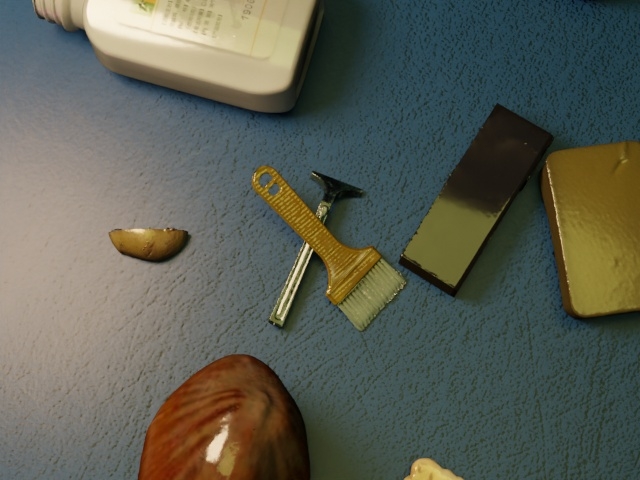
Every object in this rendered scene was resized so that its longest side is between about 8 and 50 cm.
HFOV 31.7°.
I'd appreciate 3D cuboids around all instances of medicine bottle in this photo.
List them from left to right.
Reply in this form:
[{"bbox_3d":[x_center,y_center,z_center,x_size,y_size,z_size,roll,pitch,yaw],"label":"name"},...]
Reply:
[{"bbox_3d":[-0.166,-0.272,1.324,0.324,0.124,0.179,15,77,2],"label":"medicine bottle"}]

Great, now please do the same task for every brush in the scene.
[{"bbox_3d":[0.000,0.000,1.286,0.082,0.010,0.218,-45,97,-10],"label":"brush"},{"bbox_3d":[0.327,-0.010,1.292,0.123,0.059,0.197,-7,77,-5],"label":"brush"}]

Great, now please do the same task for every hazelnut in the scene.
[{"bbox_3d":[-0.089,0.232,1.168,0.210,0.210,0.186,-37,119,-8],"label":"hazelnut"}]

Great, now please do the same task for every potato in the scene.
[{"bbox_3d":[-0.201,0.005,1.301,0.093,0.037,0.036,-1,81,-1],"label":"potato"}]

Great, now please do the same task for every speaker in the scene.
[{"bbox_3d":[0.181,-0.046,1.308,0.082,0.044,0.218,31,79,7],"label":"speaker"}]

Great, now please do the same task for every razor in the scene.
[{"bbox_3d":[-0.017,0.011,1.301,0.066,0.033,0.190,22,78,6],"label":"razor"}]

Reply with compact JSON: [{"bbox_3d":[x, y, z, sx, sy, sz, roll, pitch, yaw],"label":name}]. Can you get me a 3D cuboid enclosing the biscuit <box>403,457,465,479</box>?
[{"bbox_3d":[0.110,0.376,1.215,0.160,0.030,0.249,30,79,7],"label":"biscuit"}]
